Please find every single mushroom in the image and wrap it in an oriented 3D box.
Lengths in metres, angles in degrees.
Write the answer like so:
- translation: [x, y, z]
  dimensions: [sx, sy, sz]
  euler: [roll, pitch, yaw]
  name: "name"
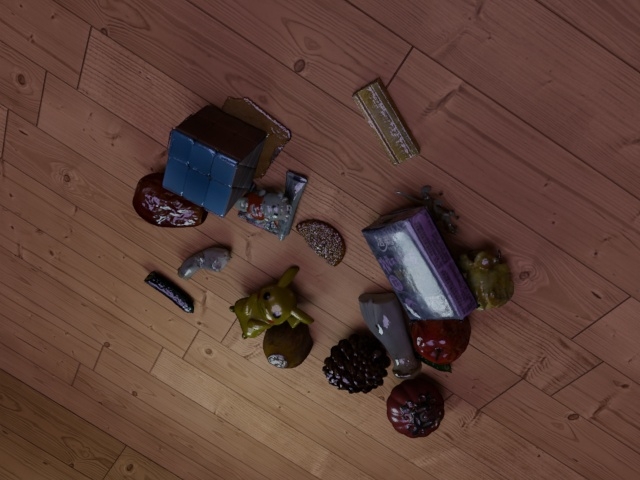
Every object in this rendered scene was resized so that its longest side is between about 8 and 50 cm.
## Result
- translation: [-0.449, 0.086, 2.054]
  dimensions: [0.278, 0.099, 0.096]
  euler: [-15, 103, 33]
  name: "mushroom"
- translation: [0.254, 0.336, 1.909]
  dimensions: [0.328, 0.122, 0.159]
  euler: [67, 160, -9]
  name: "mushroom"

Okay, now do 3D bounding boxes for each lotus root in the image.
- translation: [-0.142, 0.433, 2.118]
  dimensions: [0.188, 0.180, 0.199]
  euler: [-3, 121, 18]
  name: "lotus root"

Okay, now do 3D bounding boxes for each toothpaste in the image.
- translation: [-0.108, -0.109, 1.818]
  dimensions: [0.069, 0.047, 0.268]
  euler: [43, 133, 33]
  name: "toothpaste"

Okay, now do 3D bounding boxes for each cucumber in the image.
- translation: [0.396, 0.429, 1.986]
  dimensions: [0.227, 0.069, 0.069]
  euler: [32, 128, -7]
  name: "cucumber"
- translation: [-0.616, 0.217, 2.221]
  dimensions: [0.245, 0.067, 0.067]
  euler: [37, 127, -9]
  name: "cucumber"

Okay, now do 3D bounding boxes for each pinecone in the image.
- translation: [0.129, 0.472, 2.019]
  dimensions: [0.224, 0.224, 0.272]
  euler: [47, 130, -13]
  name: "pinecone"

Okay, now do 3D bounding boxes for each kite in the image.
- translation: [-0.212, -0.100, 1.884]
  dimensions: [0.183, 0.014, 0.241]
  euler: [-18, 115, 26]
  name: "kite"

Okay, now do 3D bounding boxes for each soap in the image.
- translation: [0.193, -0.339, 1.557]
  dimensions: [0.092, 0.037, 0.252]
  euler: [-22, 113, 32]
  name: "soap"

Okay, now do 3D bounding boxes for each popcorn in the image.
- translation: [0.524, 0.118, 1.678]
  dimensions: [0.168, 0.173, 0.195]
  euler: [-11, 94, -14]
  name: "popcorn"

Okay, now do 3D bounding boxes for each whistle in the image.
- translation: [-0.193, -0.118, 1.791]
  dimensions: [0.253, 0.106, 0.101]
  euler: [8, 87, 36]
  name: "whistle"

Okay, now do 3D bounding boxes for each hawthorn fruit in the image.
- translation: [0.403, 0.334, 1.805]
  dimensions: [0.207, 0.243, 0.207]
  euler: [9, 122, 14]
  name: "hawthorn fruit"

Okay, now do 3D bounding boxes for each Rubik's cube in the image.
- translation: [-0.334, -0.251, 1.680]
  dimensions: [0.225, 0.221, 0.231]
  euler: [26, 128, 2]
  name: "Rubik's cube"

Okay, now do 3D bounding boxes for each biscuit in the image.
- translation: [-0.238, -0.337, 1.733]
  dimensions: [0.237, 0.013, 0.232]
  euler: [37, 127, -7]
  name: "biscuit"
- translation: [0.012, -0.001, 1.859]
  dimensions: [0.206, 0.025, 0.126]
  euler: [44, 126, -12]
  name: "biscuit"

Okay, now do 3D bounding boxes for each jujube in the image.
- translation: [-0.526, -0.131, 1.884]
  dimensions: [0.255, 0.190, 0.190]
  euler: [19, 127, -1]
  name: "jujube"

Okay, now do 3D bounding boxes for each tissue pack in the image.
- translation: [0.302, 0.081, 1.662]
  dimensions: [0.361, 0.122, 0.259]
  euler: [60, 150, -8]
  name: "tissue pack"

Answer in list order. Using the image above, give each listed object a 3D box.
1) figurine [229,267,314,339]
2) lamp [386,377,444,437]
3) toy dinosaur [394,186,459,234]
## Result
- translation: [-0.185, 0.262, 2.019]
  dimensions: [0.327, 0.169, 0.218]
  euler: [-29, 86, 39]
  name: "figurine"
- translation: [0.365, 0.642, 2.044]
  dimensions: [0.227, 0.227, 0.226]
  euler: [10, 125, 14]
  name: "lamp"
- translation: [0.336, -0.098, 1.669]
  dimensions: [0.212, 0.057, 0.142]
  euler: [21, 148, 20]
  name: "toy dinosaur"
